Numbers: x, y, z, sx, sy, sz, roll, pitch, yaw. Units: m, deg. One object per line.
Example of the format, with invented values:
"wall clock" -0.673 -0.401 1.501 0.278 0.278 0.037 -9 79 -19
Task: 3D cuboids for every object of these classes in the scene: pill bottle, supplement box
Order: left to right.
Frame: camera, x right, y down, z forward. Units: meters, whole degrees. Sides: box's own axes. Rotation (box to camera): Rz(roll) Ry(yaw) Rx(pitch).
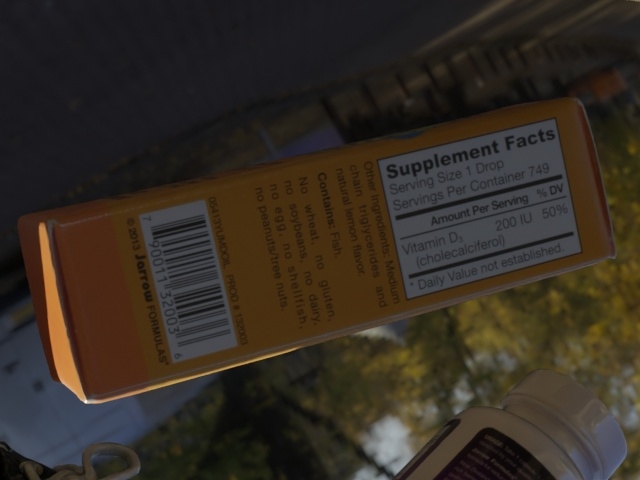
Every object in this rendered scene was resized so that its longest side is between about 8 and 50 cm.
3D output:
"supplement box" 0.000 0.000 0.652 0.234 0.080 0.078 -12 -175 -19
"pill bottle" 0.093 0.168 0.936 0.193 0.108 0.108 -42 -177 -24

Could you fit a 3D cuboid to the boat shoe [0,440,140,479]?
"boat shoe" -0.135 0.149 0.746 0.105 0.306 0.113 -36 -165 24
